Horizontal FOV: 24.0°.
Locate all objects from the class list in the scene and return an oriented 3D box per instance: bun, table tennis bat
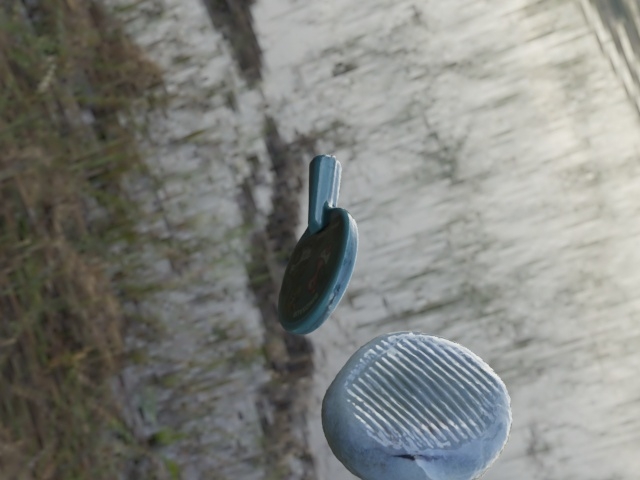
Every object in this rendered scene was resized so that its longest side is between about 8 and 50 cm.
[{"bbox_3d":[0.071,0.137,1.114,0.141,0.141,0.083,-85,178,-47],"label":"bun"},{"bbox_3d":[0.000,0.000,1.442,0.033,0.124,0.201,24,49,-25],"label":"table tennis bat"}]
